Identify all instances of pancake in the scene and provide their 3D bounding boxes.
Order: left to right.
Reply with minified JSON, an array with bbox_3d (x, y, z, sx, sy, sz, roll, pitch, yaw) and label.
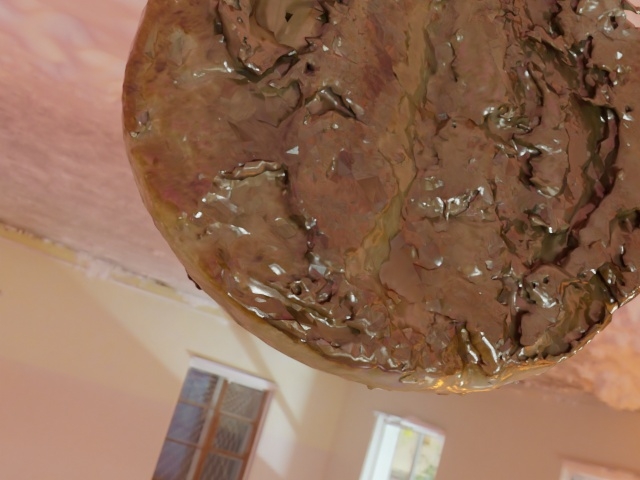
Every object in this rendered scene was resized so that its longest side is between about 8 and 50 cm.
[{"bbox_3d":[0.075,-0.090,0.496,0.382,0.382,0.071,21,160,-19],"label":"pancake"}]

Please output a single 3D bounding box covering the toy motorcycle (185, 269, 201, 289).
[{"bbox_3d":[0.000,0.000,0.810,0.159,0.271,0.106,60,-178,-12],"label":"toy motorcycle"}]
